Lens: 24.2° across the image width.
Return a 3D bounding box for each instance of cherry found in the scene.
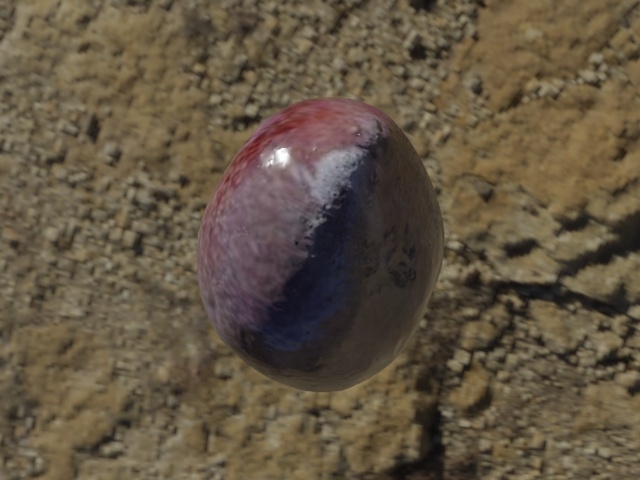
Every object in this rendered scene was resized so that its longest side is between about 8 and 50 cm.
[{"bbox_3d":[-0.002,0.001,0.878,0.140,0.176,0.176,11,85,27],"label":"cherry"}]
